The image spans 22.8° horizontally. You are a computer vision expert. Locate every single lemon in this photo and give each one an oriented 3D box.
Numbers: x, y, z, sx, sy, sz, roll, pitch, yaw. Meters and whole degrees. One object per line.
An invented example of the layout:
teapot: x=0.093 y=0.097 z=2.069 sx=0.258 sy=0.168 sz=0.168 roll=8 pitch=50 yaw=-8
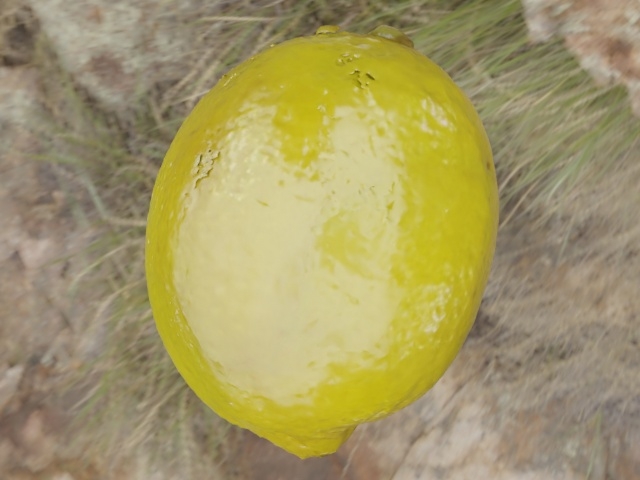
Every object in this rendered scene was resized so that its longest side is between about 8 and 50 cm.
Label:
lemon: x=0.001 y=-0.005 z=1.040 sx=0.236 sy=0.236 sz=0.263 roll=4 pitch=65 yaw=15
